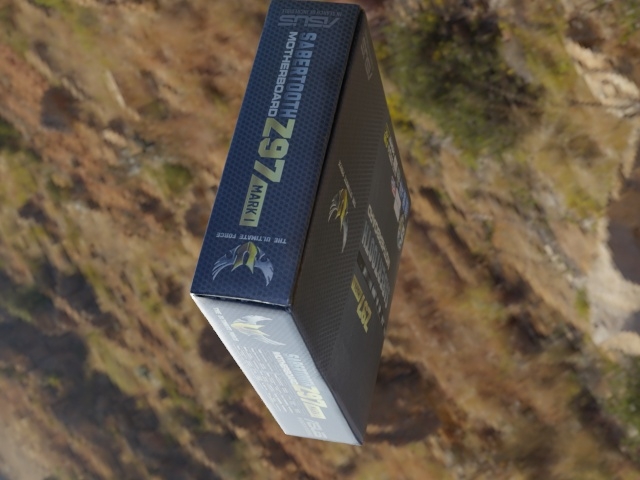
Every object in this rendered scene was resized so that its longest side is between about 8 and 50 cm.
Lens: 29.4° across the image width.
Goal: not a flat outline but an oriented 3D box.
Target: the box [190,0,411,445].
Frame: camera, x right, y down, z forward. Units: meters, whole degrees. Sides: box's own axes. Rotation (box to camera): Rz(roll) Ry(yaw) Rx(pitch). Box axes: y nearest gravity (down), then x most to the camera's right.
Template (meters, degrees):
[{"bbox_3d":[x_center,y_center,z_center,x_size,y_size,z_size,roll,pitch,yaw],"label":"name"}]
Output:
[{"bbox_3d":[0.000,0.000,0.723,0.059,0.183,0.233,7,155,16],"label":"box"}]
